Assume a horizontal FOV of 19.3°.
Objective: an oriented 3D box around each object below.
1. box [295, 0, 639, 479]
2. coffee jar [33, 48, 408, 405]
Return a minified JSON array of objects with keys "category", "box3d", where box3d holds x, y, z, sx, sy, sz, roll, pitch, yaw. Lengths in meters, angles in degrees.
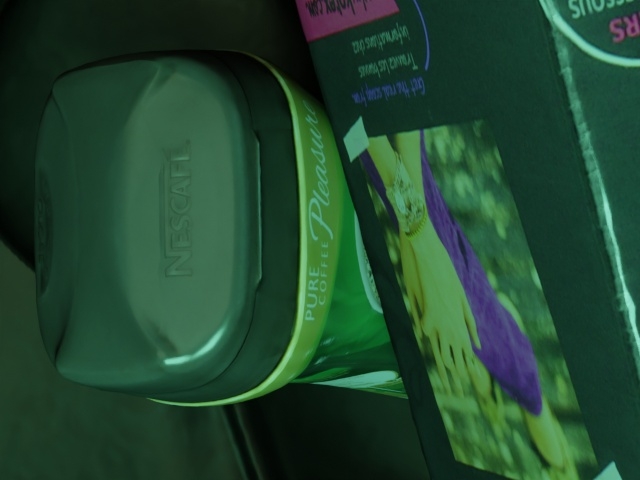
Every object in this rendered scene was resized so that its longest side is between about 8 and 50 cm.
[{"category":"box","box3d":[0.100,-0.036,0.448,0.165,0.143,0.270,-20,103,-18]},{"category":"coffee jar","box3d":[0.000,0.000,0.543,0.079,0.184,0.096,-6,82,38]}]
